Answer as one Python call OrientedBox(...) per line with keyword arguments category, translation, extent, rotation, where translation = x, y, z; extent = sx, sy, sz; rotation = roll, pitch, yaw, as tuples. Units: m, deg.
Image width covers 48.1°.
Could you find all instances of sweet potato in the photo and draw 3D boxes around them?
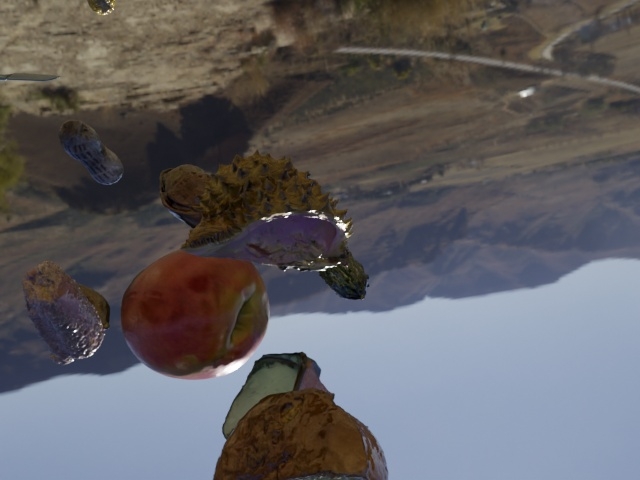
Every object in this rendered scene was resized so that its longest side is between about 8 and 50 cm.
OrientedBox(category="sweet potato", translation=(-0.552, 0.147, 1.711), extent=(0.069, 0.059, 0.249), rotation=(-9, -141, -43))

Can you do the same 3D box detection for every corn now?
OrientedBox(category="corn", translation=(-0.601, -0.683, 1.936), extent=(0.080, 0.080, 0.238), rotation=(-14, -136, -15))

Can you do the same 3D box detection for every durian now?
OrientedBox(category="durian", translation=(-0.091, -0.071, 1.277), extent=(0.305, 0.195, 0.185), rotation=(1, 148, -9))

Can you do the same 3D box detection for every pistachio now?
OrientedBox(category="pistachio", translation=(-0.281, -0.102, 1.601), extent=(0.210, 0.130, 0.165), rotation=(40, -151, 28))

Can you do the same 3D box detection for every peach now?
OrientedBox(category="peach", translation=(-0.338, 0.189, 1.887), extent=(0.389, 0.387, 0.388), rotation=(-10, 178, 0))

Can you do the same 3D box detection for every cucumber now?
OrientedBox(category="cucumber", translation=(0.000, 0.000, 1.538), extent=(0.096, 0.359, 0.096), rotation=(-27, 147, -19))

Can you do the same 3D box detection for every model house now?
OrientedBox(category="model house", translation=(-0.063, 0.453, 1.774), extent=(0.185, 0.253, 0.291), rotation=(-9, 136, 37))

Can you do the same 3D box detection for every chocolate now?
OrientedBox(category="chocolate", translation=(-0.462, -0.177, 1.446), extent=(0.072, 0.072, 0.167), rotation=(-11, 140, 24))

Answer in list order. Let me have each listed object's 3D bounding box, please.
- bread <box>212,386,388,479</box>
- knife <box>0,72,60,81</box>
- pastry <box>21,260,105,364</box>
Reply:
OrientedBox(category="bread", translation=(-0.030, 0.373, 1.288), extent=(0.340, 0.178, 0.194), rotation=(-23, 135, 34))
OrientedBox(category="knife", translation=(-0.805, -0.427, 1.873), extent=(0.313, 0.019, 0.044), rotation=(8, -141, 23))
OrientedBox(category="pastry", translation=(-0.493, 0.157, 1.396), extent=(0.112, 0.265, 0.102), rotation=(21, -128, 16))
